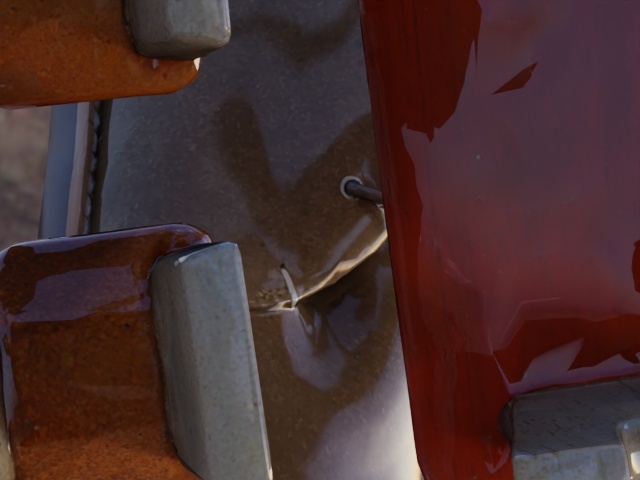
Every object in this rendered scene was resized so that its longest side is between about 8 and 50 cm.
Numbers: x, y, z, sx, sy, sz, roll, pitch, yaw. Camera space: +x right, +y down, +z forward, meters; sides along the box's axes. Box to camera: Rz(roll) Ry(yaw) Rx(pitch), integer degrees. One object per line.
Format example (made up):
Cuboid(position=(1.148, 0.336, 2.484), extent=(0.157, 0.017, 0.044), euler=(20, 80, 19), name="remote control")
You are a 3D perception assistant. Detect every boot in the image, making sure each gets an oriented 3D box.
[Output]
Cuboid(position=(0.000, 0.000, 0.475), extent=(0.115, 0.305, 0.112), euler=(-22, -28, 16), name="boot")

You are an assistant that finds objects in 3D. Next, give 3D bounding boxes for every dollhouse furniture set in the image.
Cuboid(position=(0.058, 0.026, 0.372), extent=(0.262, 0.259, 0.135), euler=(-7, 3, -2), name="dollhouse furniture set")
